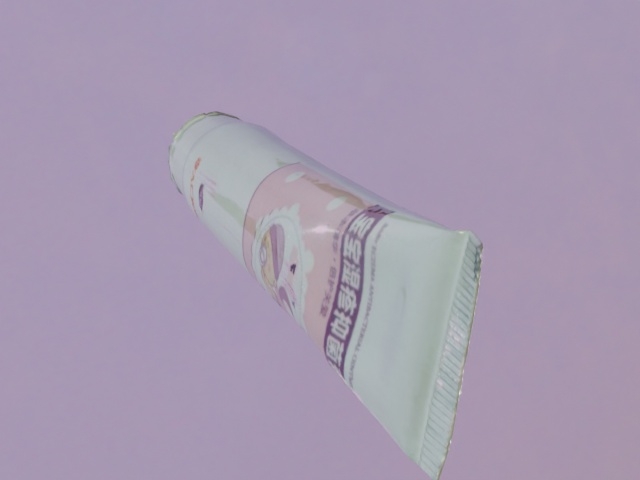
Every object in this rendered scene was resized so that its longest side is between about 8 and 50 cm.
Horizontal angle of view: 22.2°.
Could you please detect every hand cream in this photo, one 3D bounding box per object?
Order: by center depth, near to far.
[{"bbox_3d":[0.000,0.000,0.693,0.058,0.331,0.085,8,-78,-23],"label":"hand cream"}]
